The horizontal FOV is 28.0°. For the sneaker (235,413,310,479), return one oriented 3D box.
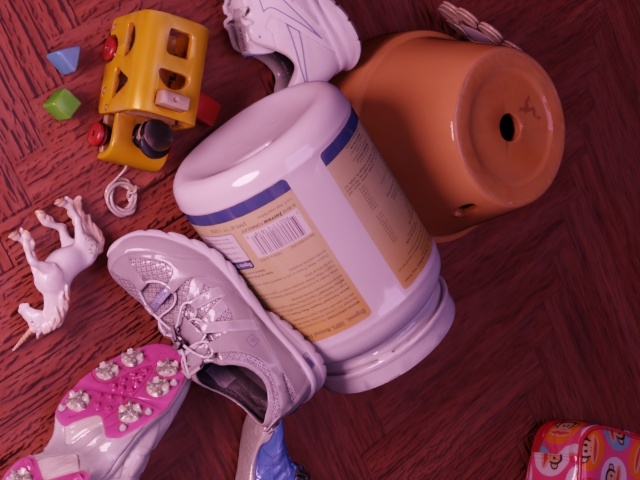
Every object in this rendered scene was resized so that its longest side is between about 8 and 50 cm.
[{"bbox_3d":[-0.051,0.262,1.555,0.084,0.058,0.152,13,85,-31],"label":"sneaker"}]

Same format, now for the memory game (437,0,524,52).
[{"bbox_3d":[0.232,-0.262,1.722,0.186,0.186,0.012,37,92,-31],"label":"memory game"}]

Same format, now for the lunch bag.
[{"bbox_3d":[0.410,0.416,1.870,0.258,0.120,0.293,19,77,-36],"label":"lunch bag"}]

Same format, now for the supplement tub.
[{"bbox_3d":[0.000,0.000,1.498,0.228,0.228,0.316,-46,115,-29],"label":"supplement tub"}]

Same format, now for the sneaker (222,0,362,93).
[{"bbox_3d":[-0.067,-0.295,1.534,0.129,0.111,0.297,-47,115,-22],"label":"sneaker"}]

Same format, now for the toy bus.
[{"bbox_3d":[-0.187,-0.157,1.435,0.191,0.104,0.202,-42,113,-30],"label":"toy bus"}]

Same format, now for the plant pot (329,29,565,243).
[{"bbox_3d":[0.173,-0.137,1.651,0.291,0.203,0.291,1,88,-37],"label":"plant pot"}]

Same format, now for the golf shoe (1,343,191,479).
[{"bbox_3d":[-0.241,0.243,1.399,0.306,0.115,0.140,-49,146,-34],"label":"golf shoe"}]

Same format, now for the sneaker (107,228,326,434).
[{"bbox_3d":[-0.123,0.096,1.404,0.281,0.105,0.115,37,42,1],"label":"sneaker"}]

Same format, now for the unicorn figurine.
[{"bbox_3d":[-0.287,0.027,1.380,0.162,0.060,0.111,-41,112,-31],"label":"unicorn figurine"}]
